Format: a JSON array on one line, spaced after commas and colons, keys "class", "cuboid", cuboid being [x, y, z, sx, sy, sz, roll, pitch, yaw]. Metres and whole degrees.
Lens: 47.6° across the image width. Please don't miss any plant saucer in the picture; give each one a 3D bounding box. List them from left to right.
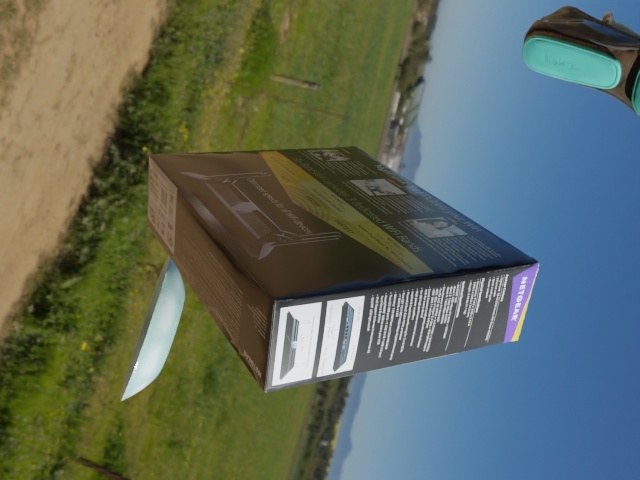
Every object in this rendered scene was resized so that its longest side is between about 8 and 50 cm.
[{"class": "plant saucer", "cuboid": [-0.208, 0.114, 0.926, 0.195, 0.037, 0.195, -161, -90, -77]}]

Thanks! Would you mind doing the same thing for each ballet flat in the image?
[{"class": "ballet flat", "cuboid": [0.271, -0.146, 0.610, 0.074, 0.203, 0.074, -39, 147, -31]}]

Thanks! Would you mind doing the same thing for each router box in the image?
[{"class": "router box", "cuboid": [0.000, 0.000, 0.668, 0.309, 0.242, 0.081, 43, -48, 52]}]
